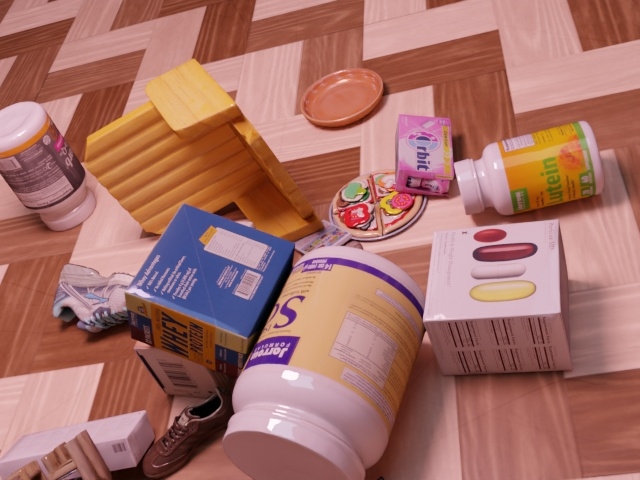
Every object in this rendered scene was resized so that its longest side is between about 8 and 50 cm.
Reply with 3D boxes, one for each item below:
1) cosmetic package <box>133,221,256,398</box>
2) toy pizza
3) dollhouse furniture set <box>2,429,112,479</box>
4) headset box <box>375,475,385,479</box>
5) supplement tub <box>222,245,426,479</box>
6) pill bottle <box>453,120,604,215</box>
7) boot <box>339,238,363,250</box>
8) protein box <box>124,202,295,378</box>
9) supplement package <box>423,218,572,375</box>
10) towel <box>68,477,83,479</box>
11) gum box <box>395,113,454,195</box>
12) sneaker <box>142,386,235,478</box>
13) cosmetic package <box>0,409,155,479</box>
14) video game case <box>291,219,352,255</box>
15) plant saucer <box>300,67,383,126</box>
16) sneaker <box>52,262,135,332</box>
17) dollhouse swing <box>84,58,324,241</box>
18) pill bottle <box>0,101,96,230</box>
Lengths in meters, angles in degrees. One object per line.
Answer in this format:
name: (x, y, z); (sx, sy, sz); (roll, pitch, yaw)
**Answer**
cosmetic package: (-0.200, 0.121, 1.485); (0.129, 0.153, 0.296); (1, 46, 23)
toy pizza: (0.111, -0.080, 1.638); (0.201, 0.032, 0.201); (-12, 43, 12)
dollhouse furniture set: (-0.419, 0.418, 1.200); (0.212, 0.161, 0.242); (-30, -1, -4)
headset box: (0.073, 0.390, 1.180); (0.083, 0.032, 0.062); (-30, 43, -10)
supplement tub: (0.011, 0.200, 1.244); (0.241, 0.241, 0.331); (4, 48, 27)
pill bottle: (0.373, -0.122, 1.489); (0.246, 0.136, 0.136); (-14, 43, 11)
boot: (0.031, 0.043, 1.548); (0.118, 0.042, 0.087); (-30, 36, -8)
protein box: (-0.172, 0.080, 1.316); (0.201, 0.136, 0.200); (19, 52, 8)
supplement package: (0.284, 0.091, 1.303); (0.203, 0.149, 0.194); (-6, 45, 20)
towel: (-0.434, 0.452, 1.308); (0.144, 0.029, 0.197); (-33, 21, -11)
gum box: (0.205, -0.169, 1.641); (0.107, 0.062, 0.188); (5, 46, 0)
sneaker: (-0.225, 0.311, 1.361); (0.188, 0.071, 0.066); (-38, 44, -16)
cosmetic package: (-0.409, 0.354, 1.383); (0.239, 0.060, 0.099); (-13, 15, 11)
video game case: (0.000, 0.000, 1.595); (0.087, 0.011, 0.122); (-36, 26, -13)
plant saucer: (0.052, -0.327, 1.912); (0.200, 0.037, 0.200); (-13, 43, 12)
sneaker: (-0.412, 0.132, 1.623); (0.283, 0.110, 0.122); (6, 67, 31)
dollhouse swing: (-0.243, -0.108, 1.597); (0.305, 0.347, 0.315); (-38, 42, -2)
pill bottle: (-0.633, -0.162, 1.864); (0.162, 0.278, 0.162); (-12, 44, 12)
